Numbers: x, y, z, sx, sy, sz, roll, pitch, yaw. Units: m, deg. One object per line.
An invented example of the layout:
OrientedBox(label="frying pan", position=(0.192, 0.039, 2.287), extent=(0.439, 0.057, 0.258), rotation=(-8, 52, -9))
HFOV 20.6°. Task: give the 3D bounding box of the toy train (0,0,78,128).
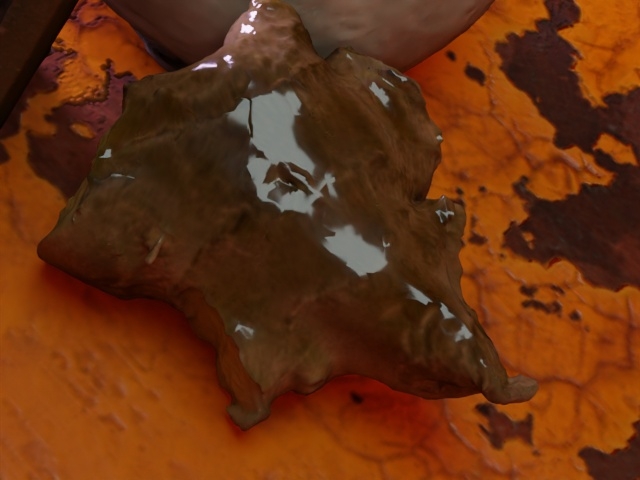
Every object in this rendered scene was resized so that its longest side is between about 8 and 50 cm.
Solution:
OrientedBox(label="toy train", position=(-0.199, -0.186, 0.899), extent=(0.202, 0.299, 0.131), rotation=(25, 49, -16))

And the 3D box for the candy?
OrientedBox(label="candy", position=(-0.019, -0.220, 1.068), extent=(0.295, 0.185, 0.295), rotation=(9, 59, -15))

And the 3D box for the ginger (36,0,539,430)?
OrientedBox(label="ginger", position=(0.000, 0.000, 0.952), extent=(0.270, 0.123, 0.219), rotation=(34, 74, -2))
